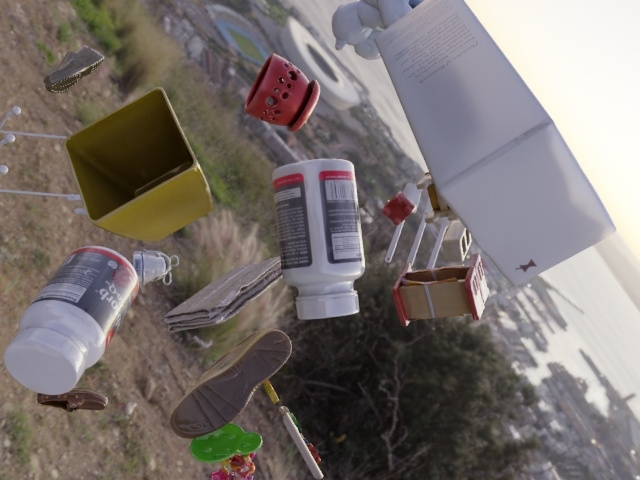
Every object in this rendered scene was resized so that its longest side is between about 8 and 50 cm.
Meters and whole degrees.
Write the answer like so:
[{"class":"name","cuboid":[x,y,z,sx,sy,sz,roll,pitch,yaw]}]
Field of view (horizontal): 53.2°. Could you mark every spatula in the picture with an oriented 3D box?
[{"class":"spatula","cuboid":[0.280,-0.030,1.807,0.168,0.241,0.019,19,-2,13]}]

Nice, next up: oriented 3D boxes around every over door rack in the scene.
[{"class":"over door rack","cuboid":[-0.734,-0.213,1.601,0.324,0.108,0.239,12,46,-26]}]

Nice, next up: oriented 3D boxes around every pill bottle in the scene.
[{"class":"pill bottle","cuboid":[-0.608,0.191,1.583,0.210,0.210,0.363,45,28,-20]},{"class":"pill bottle","cuboid":[0.000,0.000,1.342,0.176,0.176,0.318,1,82,-64]}]

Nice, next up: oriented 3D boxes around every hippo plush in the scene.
[{"class":"hippo plush","cuboid":[0.136,-0.542,1.596,0.294,0.237,0.234,25,52,-35]}]

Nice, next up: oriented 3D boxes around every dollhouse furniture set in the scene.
[{"class":"dollhouse furniture set","cuboid":[0.266,0.012,1.548,0.152,0.201,0.373,-49,127,-56]}]

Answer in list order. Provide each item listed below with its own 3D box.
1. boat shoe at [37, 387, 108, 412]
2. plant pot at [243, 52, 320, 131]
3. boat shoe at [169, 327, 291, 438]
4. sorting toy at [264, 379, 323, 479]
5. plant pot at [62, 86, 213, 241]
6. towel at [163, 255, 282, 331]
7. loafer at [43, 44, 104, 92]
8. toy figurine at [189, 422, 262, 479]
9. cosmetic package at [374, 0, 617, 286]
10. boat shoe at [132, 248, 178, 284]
[{"class":"boat shoe","cuboid":[-0.647,0.420,1.665,0.178,0.064,0.060,19,36,-23]},{"class":"plant pot","cuboid":[-0.111,-0.423,1.879,0.174,0.191,0.191,27,29,-19]},{"class":"boat shoe","cuboid":[-0.220,0.341,1.548,0.121,0.341,0.110,58,-19,-16]},{"class":"sorting toy","cuboid":[-0.080,0.561,1.941,0.307,0.041,0.229,60,-9,4]},{"class":"plant pot","cuboid":[-0.322,-0.119,1.216,0.212,0.212,0.187,61,0,28]},{"class":"towel","cuboid":[-0.205,0.113,1.434,0.282,0.187,0.049,-38,110,-50]},{"class":"loafer","cuboid":[-0.499,-0.342,1.275,0.050,0.056,0.148,45,46,-6]},{"class":"toy figurine","cuboid":[-0.207,0.536,1.514,0.130,0.173,0.159,-67,151,-63]},{"class":"cosmetic package","cuboid":[0.240,-0.180,0.967,0.230,0.162,0.453,43,24,-36]},{"class":"boat shoe","cuboid":[-0.585,0.091,2.276,0.367,0.157,0.135,159,-71,-74]}]
